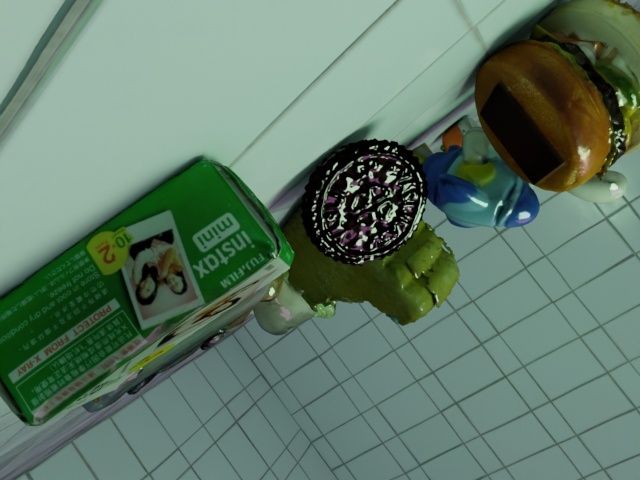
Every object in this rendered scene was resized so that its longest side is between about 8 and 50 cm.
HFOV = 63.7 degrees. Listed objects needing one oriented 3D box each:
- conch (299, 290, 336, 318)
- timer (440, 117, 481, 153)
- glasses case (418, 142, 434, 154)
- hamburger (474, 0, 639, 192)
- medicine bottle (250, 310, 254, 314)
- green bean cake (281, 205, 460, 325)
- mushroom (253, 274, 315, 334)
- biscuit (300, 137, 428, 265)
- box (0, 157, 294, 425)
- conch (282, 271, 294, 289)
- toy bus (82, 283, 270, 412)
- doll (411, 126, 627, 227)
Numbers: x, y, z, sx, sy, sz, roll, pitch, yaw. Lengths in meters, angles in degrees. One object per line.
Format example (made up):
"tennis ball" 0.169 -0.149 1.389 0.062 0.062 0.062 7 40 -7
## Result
"conch" 0.021 0.121 1.585 0.250 0.137 0.143 -62 158 -17
"timer" 0.369 -0.255 1.358 0.136 0.099 0.136 -32 163 -11
"glasses case" 0.191 -0.147 1.252 0.218 0.075 0.049 -35 177 -19
"hamburger" 0.405 -0.229 0.829 0.225 0.290 0.291 -32 175 -4
"medicine bottle" -0.156 0.150 1.620 0.203 0.083 0.083 -37 176 15
"green bean cake" 0.085 0.028 0.957 0.202 0.285 0.310 -40 -178 -33
"mushroom" -0.106 0.139 1.265 0.159 0.122 0.328 -47 155 -12
"biscuit" 0.065 -0.051 0.725 0.195 0.194 0.053 -37 -149 1
"box" -0.149 0.045 0.467 0.250 0.103 0.180 -37 175 -3
"conch" -0.110 0.106 1.424 0.116 0.105 0.173 -18 173 -2
"toy bus" -0.199 0.108 0.724 0.138 0.112 0.317 -44 174 28
"doll" 0.354 -0.144 1.068 0.366 0.187 0.376 -29 -148 6
